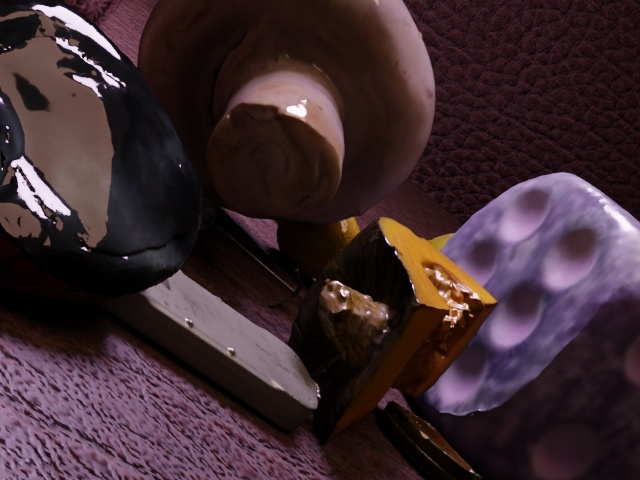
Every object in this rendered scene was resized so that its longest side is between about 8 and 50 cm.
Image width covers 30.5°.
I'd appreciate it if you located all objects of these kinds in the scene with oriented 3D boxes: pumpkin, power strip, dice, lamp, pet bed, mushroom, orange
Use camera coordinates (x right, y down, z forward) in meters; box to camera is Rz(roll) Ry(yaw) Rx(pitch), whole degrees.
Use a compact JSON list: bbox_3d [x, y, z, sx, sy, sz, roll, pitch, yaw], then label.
[{"bbox_3d":[0.038,0.061,0.929,0.126,0.131,0.248,44,12,15],"label":"pumpkin"},{"bbox_3d":[-0.087,0.052,0.768,0.227,0.029,0.080,38,13,-26],"label":"power strip"},{"bbox_3d":[0.257,0.117,1.156,0.271,0.270,0.270,37,9,-27],"label":"dice"},{"bbox_3d":[-0.070,0.008,1.044,0.121,0.041,0.054,40,0,11],"label":"lamp"},{"bbox_3d":[-0.148,-0.053,0.668,0.201,0.053,0.201,39,38,-39],"label":"pet bed"},{"bbox_3d":[-0.048,-0.123,1.073,0.292,0.292,0.290,41,30,-9],"label":"mushroom"},{"bbox_3d":[0.000,0.000,1.218,0.095,0.085,0.085,44,8,32],"label":"orange"}]

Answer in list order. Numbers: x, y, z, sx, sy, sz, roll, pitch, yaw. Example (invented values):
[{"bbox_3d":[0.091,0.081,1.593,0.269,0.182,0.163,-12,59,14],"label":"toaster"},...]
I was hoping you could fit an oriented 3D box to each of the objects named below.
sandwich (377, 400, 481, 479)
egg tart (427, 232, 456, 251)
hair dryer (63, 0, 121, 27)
[{"bbox_3d":[0.091,0.172,0.975,0.101,0.026,0.069,46,11,27],"label":"sandwich"},{"bbox_3d":[0.249,0.079,1.822,0.290,0.115,0.290,43,9,-8],"label":"egg tart"},{"bbox_3d":[-0.338,-0.297,1.112,0.210,0.125,0.352,42,16,6],"label":"hair dryer"}]
